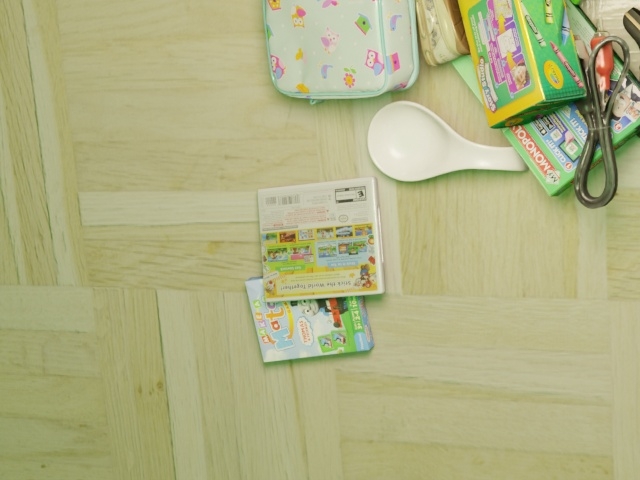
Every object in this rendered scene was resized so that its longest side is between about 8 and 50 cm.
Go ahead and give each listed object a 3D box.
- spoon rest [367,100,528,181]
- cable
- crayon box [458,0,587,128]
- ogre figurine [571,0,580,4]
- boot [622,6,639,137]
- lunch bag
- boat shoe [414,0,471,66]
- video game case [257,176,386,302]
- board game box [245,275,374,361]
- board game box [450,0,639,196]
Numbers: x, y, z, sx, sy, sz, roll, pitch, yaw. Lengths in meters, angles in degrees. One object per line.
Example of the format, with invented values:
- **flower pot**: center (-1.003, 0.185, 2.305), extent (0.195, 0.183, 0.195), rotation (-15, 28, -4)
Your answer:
- **spoon rest**: center (0.209, -0.158, 1.980), extent (0.276, 0.084, 0.137), rotation (9, 107, 17)
- **cable**: center (0.425, -0.198, 1.801), extent (0.139, 0.072, 0.287), rotation (-13, 97, 28)
- **crayon box**: center (0.295, -0.325, 1.793), extent (0.165, 0.081, 0.278), rotation (156, 101, -67)
- **ogre figurine**: center (0.406, -0.431, 1.807), extent (0.097, 0.197, 0.118), rotation (58, 135, 24)
- **boot**: center (0.504, -0.252, 1.856), extent (0.137, 0.077, 0.198), rotation (-39, 87, 30)
- **lunch bag**: center (0.031, -0.337, 1.950), extent (0.279, 0.108, 0.224), rotation (7, 113, 44)
- **boat shoe**: center (0.173, -0.424, 1.902), extent (0.089, 0.104, 0.285), rotation (-19, 80, 39)
- **video game case**: center (0.000, 0.000, 2.104), extent (0.227, 0.026, 0.206), rotation (-5, 87, 21)
- **board game box**: center (-0.021, 0.133, 2.163), extent (0.211, 0.039, 0.160), rotation (-9, 100, 23)
- **board game box**: center (0.359, -0.259, 1.880), extent (0.213, 0.046, 0.317), rotation (-40, 74, 25)
